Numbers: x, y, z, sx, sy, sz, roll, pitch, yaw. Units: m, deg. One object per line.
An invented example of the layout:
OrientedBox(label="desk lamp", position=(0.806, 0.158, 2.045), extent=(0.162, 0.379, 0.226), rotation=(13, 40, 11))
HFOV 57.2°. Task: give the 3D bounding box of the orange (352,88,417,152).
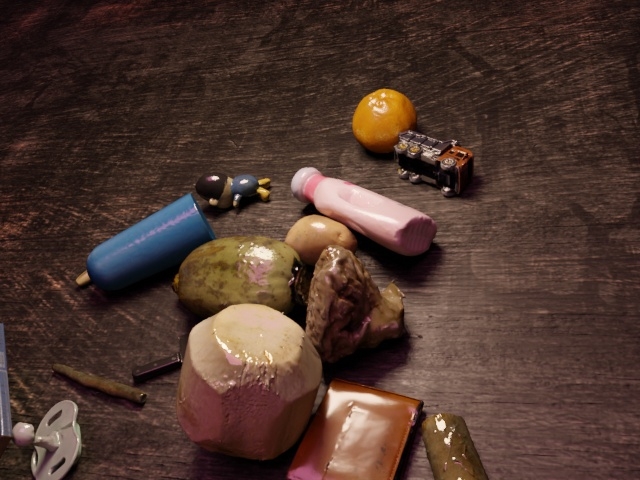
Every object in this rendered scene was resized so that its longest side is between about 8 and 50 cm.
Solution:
OrientedBox(label="orange", position=(0.151, -0.287, 1.395), extent=(0.158, 0.136, 0.159), rotation=(-9, 47, 10))

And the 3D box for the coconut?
OrientedBox(label="coconut", position=(-0.113, 0.230, 0.920), extent=(0.241, 0.241, 0.241), rotation=(-9, 45, 9))

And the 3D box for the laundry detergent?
OrientedBox(label="laundry detergent", position=(0.071, -0.067, 1.211), extent=(0.335, 0.159, 0.088), rotation=(28, 104, 38))

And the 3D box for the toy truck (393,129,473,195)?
OrientedBox(label="toy truck", position=(0.245, -0.176, 1.295), extent=(0.192, 0.083, 0.092), rotation=(28, 55, 37))

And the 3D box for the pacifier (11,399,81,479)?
OrientedBox(label="pacifier", position=(-0.467, 0.337, 0.985), extent=(0.126, 0.116, 0.150), rotation=(-37, 46, 15))

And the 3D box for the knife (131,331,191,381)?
OrientedBox(label="knife", position=(-0.242, 0.202, 1.120), extent=(0.245, 0.019, 0.072), rotation=(-20, 40, -7))

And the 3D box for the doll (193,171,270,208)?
OrientedBox(label="doll", position=(-0.209, -0.118, 1.382), extent=(0.179, 0.089, 0.102), rotation=(7, 45, -9))

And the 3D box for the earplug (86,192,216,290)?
OrientedBox(label="earplug", position=(-0.372, 0.016, 1.266), extent=(0.272, 0.132, 0.132), rotation=(-27, 45, -6))

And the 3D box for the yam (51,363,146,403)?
OrientedBox(label="yam", position=(-0.422, 0.269, 1.101), extent=(0.234, 0.029, 0.027), rotation=(9, 23, 26))

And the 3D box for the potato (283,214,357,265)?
OrientedBox(label="potato", position=(0.002, 0.002, 1.181), extent=(0.146, 0.112, 0.112), rotation=(12, 50, 15))

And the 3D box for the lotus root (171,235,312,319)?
OrientedBox(label="lotus root", position=(-0.167, 0.081, 1.126), extent=(0.309, 0.173, 0.173), rotation=(-2, 46, 25))

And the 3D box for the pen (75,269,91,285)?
OrientedBox(label="pen", position=(-0.449, 0.033, 1.337), extent=(0.233, 0.032, 0.040), rotation=(-38, 72, -18))

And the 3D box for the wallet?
OrientedBox(label="wallet", position=(0.056, 0.314, 0.904), extent=(0.160, 0.042, 0.196), rotation=(11, 48, 20))

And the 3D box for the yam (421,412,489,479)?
OrientedBox(label="yam", position=(0.209, 0.394, 0.752), extent=(0.083, 0.083, 0.372), rotation=(-17, 44, 0))

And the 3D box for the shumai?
OrientedBox(label="shumai", position=(0.065, 0.110, 1.013), extent=(0.175, 0.206, 0.166), rotation=(5, 12, -2))

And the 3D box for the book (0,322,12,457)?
OrientedBox(label="book", position=(-0.603, 0.304, 1.042), extent=(0.191, 0.025, 0.269), rotation=(-54, 43, 17))
